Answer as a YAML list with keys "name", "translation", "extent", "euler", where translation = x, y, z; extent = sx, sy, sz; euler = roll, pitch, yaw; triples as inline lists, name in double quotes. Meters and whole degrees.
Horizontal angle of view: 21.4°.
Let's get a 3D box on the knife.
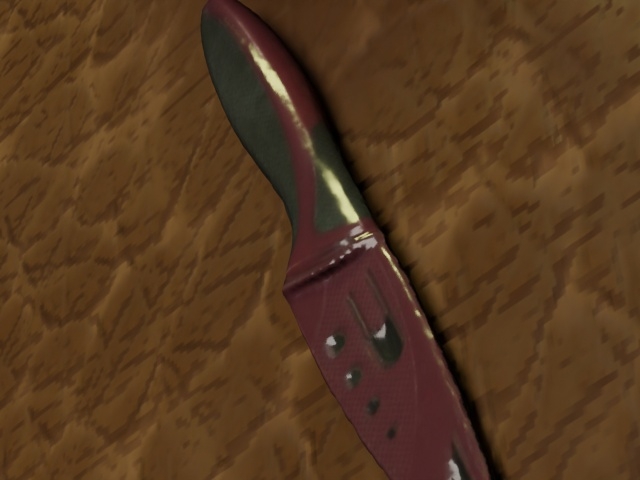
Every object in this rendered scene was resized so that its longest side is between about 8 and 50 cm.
- name: "knife"
  translation: [0.000, 0.000, 0.446]
  extent: [0.035, 0.018, 0.247]
  euler: [-48, 37, 19]
